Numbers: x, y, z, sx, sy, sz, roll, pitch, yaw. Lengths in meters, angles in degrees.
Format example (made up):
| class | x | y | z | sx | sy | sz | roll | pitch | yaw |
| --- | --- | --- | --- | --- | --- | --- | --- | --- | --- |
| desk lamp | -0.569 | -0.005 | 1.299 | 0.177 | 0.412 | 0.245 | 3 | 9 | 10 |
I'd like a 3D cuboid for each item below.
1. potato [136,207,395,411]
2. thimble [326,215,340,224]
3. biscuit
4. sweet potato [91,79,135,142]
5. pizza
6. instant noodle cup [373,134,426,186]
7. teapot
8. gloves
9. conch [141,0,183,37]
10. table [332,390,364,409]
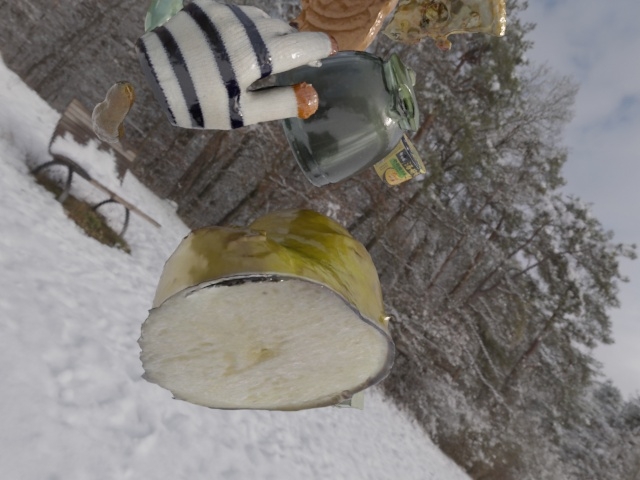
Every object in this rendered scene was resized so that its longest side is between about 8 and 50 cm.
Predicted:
| class | x | y | z | sx | sy | sz | roll | pitch | yaw |
| --- | --- | --- | --- | --- | --- | --- | --- | --- | --- |
| potato | -0.073 | 0.056 | 0.676 | 0.397 | 0.289 | 0.296 | 36 | 31 | -41 |
| thimble | 0.003 | 0.000 | 1.470 | 0.127 | 0.151 | 0.118 | 57 | 5 | -17 |
| biscuit | 0.078 | -0.751 | 1.462 | 0.349 | 0.456 | 0.078 | 25 | 6 | 27 |
| sweet potato | -0.340 | -0.204 | 0.772 | 0.054 | 0.053 | 0.182 | 24 | -25 | -24 |
| pizza | 0.265 | -0.526 | 1.070 | 0.296 | 0.071 | 0.189 | 12 | -53 | 37 |
| instant noodle cup | 0.237 | -0.245 | 1.466 | 0.151 | 0.122 | 0.151 | 45 | 29 | -33 |
| teapot | 0.074 | -0.244 | 0.919 | 0.321 | 0.239 | 0.240 | -20 | 96 | -74 |
| gloves | -0.086 | -0.213 | 0.549 | 0.131 | 0.218 | 0.140 | 73 | -8 | -55 |
| conch | -0.312 | -0.442 | 0.946 | 0.065 | 0.180 | 0.088 | 18 | -25 | -4 |
| table | 0.052 | 0.346 | 1.095 | 0.083 | 0.079 | 0.062 | -10 | -29 | 31 |
